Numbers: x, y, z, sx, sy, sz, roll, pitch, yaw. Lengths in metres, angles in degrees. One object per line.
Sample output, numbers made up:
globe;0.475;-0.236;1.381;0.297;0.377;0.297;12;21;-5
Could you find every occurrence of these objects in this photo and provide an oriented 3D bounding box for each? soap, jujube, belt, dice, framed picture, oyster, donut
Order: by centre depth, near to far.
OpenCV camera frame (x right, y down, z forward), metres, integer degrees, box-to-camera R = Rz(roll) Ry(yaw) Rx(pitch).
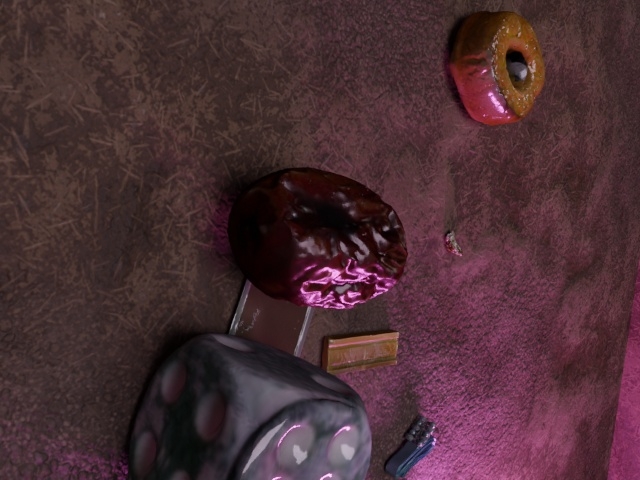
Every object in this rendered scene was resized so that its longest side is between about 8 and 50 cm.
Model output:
dice;-0.127;0.381;1.079;0.330;0.348;0.328;23;88;-39
jujube;0.000;-0.001;1.186;0.377;0.276;0.276;15;87;-48
framed picture;-0.106;0.178;1.293;0.216;0.016;0.273;24;82;-41
soap;0.103;0.281;1.478;0.252;0.037;0.092;2;94;-40
donut;0.493;-0.476;1.621;0.317;0.150;0.299;4;97;-41
belt;0.255;0.590;1.643;0.179;0.065;0.100;-32;127;-33
oyster;0.384;0.016;1.682;0.051;0.034;0.093;-45;113;-46
